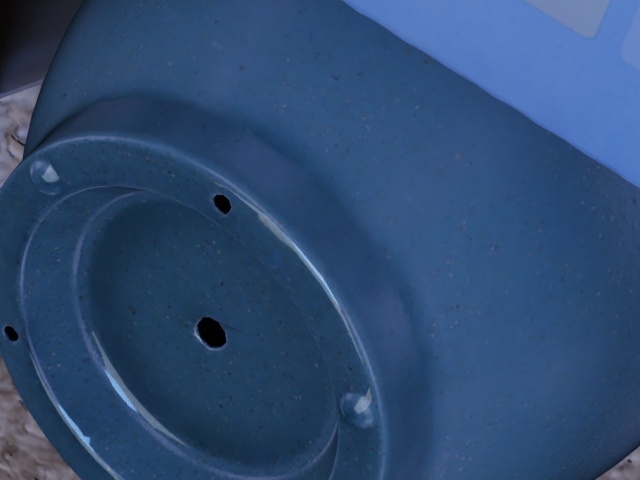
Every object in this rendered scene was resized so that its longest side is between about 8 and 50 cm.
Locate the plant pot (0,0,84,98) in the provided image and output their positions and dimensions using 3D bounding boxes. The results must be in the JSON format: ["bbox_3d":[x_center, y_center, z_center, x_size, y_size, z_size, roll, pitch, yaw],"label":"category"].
[{"bbox_3d":[-0.126,-0.142,0.810,0.096,0.109,0.109,36,134,30],"label":"plant pot"}]

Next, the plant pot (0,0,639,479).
[{"bbox_3d":[0.000,0.000,0.702,0.293,0.196,0.293,19,126,28],"label":"plant pot"}]

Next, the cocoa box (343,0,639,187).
[{"bbox_3d":[0.097,-0.187,0.520,0.347,0.228,0.231,34,132,16],"label":"cocoa box"}]
